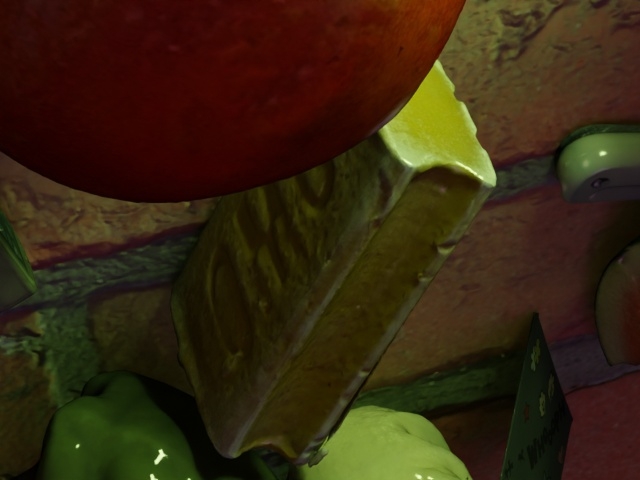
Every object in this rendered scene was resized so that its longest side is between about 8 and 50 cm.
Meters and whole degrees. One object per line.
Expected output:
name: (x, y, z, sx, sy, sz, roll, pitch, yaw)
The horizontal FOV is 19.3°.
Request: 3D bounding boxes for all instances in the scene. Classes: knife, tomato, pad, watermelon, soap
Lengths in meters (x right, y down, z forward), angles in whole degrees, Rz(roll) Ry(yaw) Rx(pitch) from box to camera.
knife: (0.295, -0.053, 1.419, 0.266, 0.040, 0.073, -2, 145, -23)
tomato: (-0.076, -0.186, 0.944, 0.290, 0.293, 0.325, -30, 145, 30)
pad: (0.166, 0.201, 1.497, 0.006, 0.245, 0.170, 1, 143, 22)
watermelon: (0.290, 0.037, 1.477, 0.193, 0.145, 0.137, 13, 84, -39)
soap: (0.000, 0.000, 1.242, 0.089, 0.173, 0.274, 10, 129, -29)

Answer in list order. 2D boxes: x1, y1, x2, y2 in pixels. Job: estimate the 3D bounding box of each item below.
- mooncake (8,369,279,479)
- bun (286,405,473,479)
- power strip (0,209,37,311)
mooncake: (-0.168, 0.281, 1.362, 0.351, 0.187, 0.351, 1, 102, 6)
bun: (0.068, 0.255, 1.495, 0.160, 0.259, 0.259, -15, 138, -9)
power strip: (-0.247, -0.043, 1.159, 0.048, 0.080, 0.286, -25, 139, 0)
